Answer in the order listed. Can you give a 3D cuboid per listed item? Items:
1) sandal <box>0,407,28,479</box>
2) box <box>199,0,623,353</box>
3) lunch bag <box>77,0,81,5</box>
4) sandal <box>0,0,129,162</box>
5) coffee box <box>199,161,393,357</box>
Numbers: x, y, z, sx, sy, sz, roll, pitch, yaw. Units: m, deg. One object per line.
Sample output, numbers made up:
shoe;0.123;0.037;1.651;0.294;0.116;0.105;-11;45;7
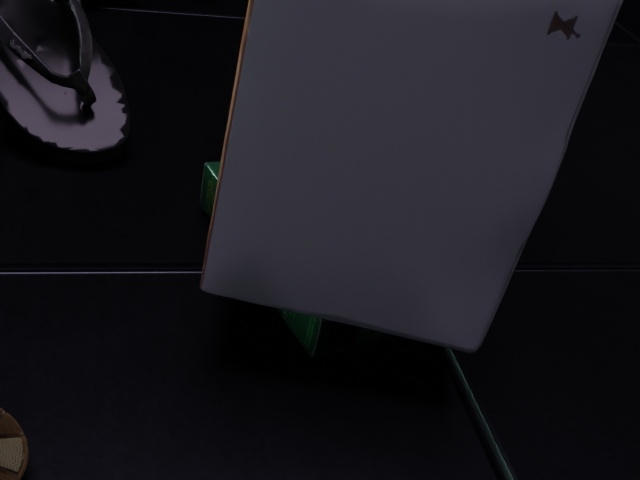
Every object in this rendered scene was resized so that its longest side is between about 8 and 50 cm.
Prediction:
sandal;-0.230;0.086;0.398;0.180;0.049;0.072;26;40;-3
box;0.045;-0.126;0.555;0.168;0.215;0.345;13;30;-3
lunch bag;-0.333;-0.229;0.752;0.218;0.090;0.176;-6;21;-22
sandal;-0.231;-0.178;0.657;0.097;0.054;0.255;-24;86;-26
coffee box;0.000;0.000;0.583;0.113;0.041;0.184;-10;39;-31
